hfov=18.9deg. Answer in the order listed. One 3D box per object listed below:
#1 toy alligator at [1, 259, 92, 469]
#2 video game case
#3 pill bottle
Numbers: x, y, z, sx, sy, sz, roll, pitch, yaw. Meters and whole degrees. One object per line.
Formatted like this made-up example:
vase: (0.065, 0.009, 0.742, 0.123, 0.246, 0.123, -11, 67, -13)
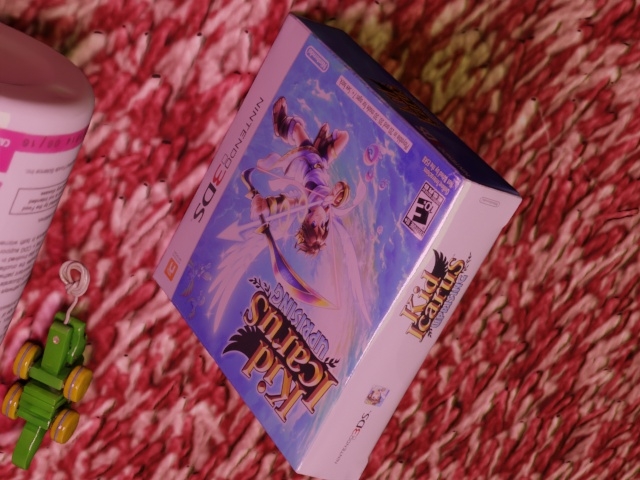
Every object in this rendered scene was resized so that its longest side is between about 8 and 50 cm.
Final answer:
toy alligator: (-0.201, 0.092, 1.495, 0.051, 0.056, 0.189, -42, 154, -65)
video game case: (0.000, 0.000, 1.403, 0.061, 0.269, 0.244, 15, 112, -36)
pill bottle: (-0.273, -0.003, 1.306, 0.160, 0.160, 0.283, 9, 115, -35)
